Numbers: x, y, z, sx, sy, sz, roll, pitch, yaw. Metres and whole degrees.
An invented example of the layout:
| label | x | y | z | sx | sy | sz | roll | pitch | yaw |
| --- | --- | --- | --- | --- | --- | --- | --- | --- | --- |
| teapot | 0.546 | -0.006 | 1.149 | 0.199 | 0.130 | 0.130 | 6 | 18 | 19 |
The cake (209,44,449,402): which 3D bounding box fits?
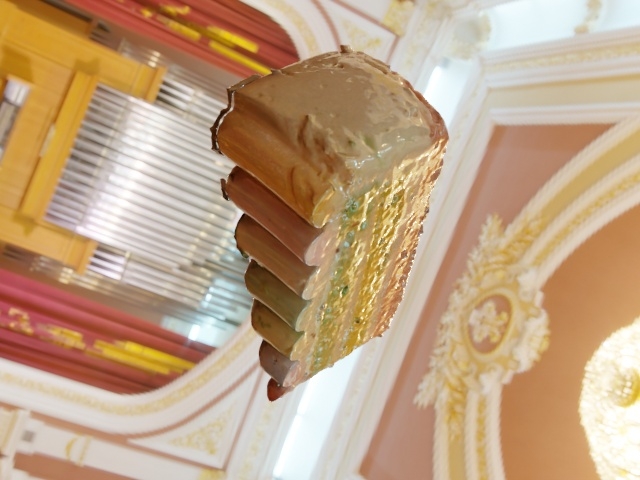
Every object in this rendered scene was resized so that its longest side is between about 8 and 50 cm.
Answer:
| label | x | y | z | sx | sy | sz | roll | pitch | yaw |
| --- | --- | --- | --- | --- | --- | --- | --- | --- | --- |
| cake | 0.015 | 0.008 | 0.505 | 0.090 | 0.109 | 0.225 | 28 | -42 | 38 |
